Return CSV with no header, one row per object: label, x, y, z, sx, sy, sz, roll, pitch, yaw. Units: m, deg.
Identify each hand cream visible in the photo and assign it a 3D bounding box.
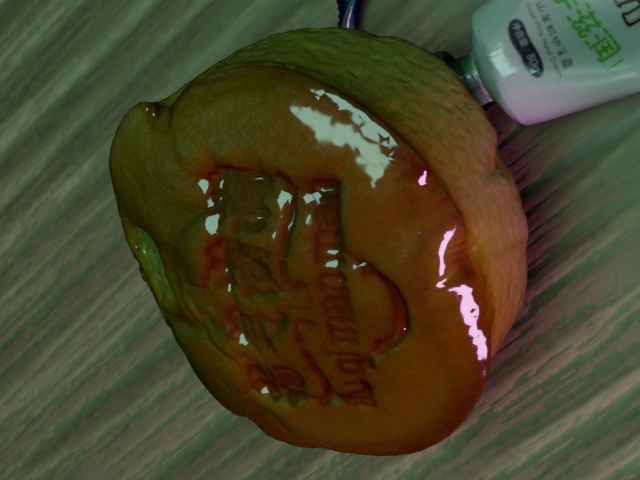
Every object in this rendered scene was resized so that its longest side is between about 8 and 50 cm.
hand cream,0.218,-0.155,0.786,0.336,0.076,0.121,-24,85,23

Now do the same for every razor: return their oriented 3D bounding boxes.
razor,0.005,-0.131,0.923,0.028,0.044,0.155,23,105,-5

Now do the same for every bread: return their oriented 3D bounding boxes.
bread,0.000,0.000,0.833,0.269,0.148,0.270,20,130,25
